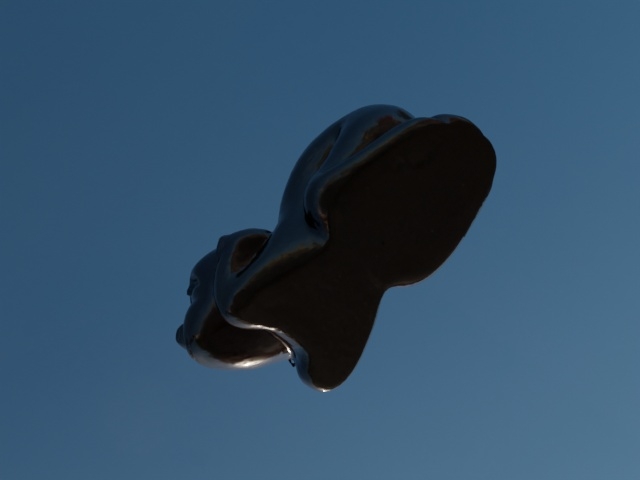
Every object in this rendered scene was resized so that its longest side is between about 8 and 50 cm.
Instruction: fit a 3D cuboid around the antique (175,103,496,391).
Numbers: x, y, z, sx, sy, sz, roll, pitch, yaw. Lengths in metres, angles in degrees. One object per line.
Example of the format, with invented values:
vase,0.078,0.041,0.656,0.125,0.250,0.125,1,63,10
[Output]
antique,0.000,0.000,0.840,0.257,0.143,0.121,-50,-60,-9
